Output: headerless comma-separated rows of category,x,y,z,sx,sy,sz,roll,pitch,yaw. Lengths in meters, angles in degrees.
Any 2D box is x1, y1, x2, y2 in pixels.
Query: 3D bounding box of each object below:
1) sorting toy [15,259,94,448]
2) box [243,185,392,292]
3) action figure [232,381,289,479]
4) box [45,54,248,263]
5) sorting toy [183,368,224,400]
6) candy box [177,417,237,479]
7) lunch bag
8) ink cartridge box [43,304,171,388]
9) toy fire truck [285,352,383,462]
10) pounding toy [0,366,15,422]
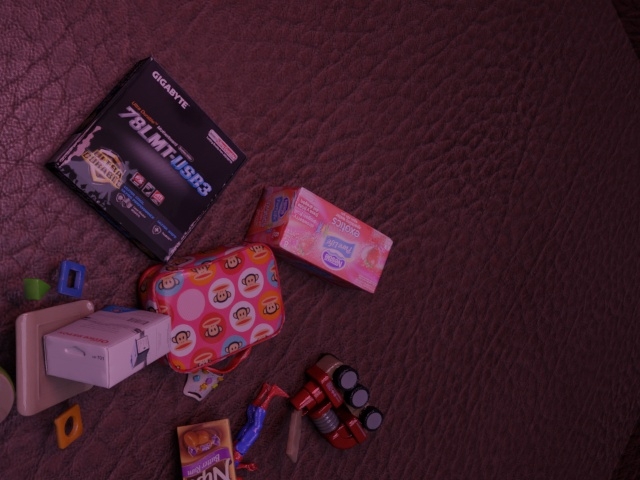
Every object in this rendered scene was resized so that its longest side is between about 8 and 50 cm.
sorting toy,-0.492,0.210,1.284,0.196,0.047,0.347,-8,99,-72
box,0.000,0.000,1.606,0.300,0.154,0.142,28,77,-36
action figure,-0.146,0.474,1.565,0.139,0.091,0.280,42,68,-14
box,-0.333,-0.157,1.393,0.295,0.073,0.293,48,67,-31
sorting toy,-0.257,0.310,1.514,0.083,0.045,0.075,34,93,-34
candy box,-0.233,0.475,1.467,0.109,0.053,0.186,-9,78,-6
lunch bag,-0.217,0.150,1.471,0.293,0.120,0.258,-17,103,-33
ink cartridge box,-0.386,0.189,1.286,0.191,0.140,0.082,-31,126,-65
toy fire truck,0.009,0.429,1.665,0.246,0.158,0.217,-37,116,-16
pounding toy,-0.642,0.255,1.190,0.237,0.110,0.183,-36,130,2
